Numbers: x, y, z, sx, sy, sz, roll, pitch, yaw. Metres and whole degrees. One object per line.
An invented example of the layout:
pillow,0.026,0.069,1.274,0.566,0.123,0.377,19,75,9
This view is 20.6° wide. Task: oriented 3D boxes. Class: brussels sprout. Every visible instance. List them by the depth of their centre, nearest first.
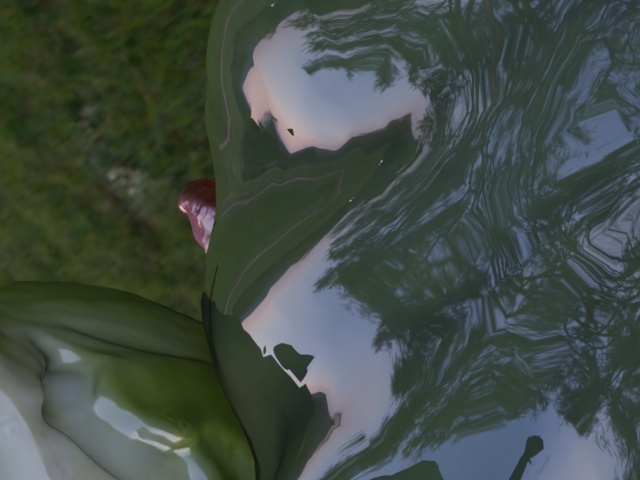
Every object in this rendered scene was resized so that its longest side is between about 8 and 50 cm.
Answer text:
brussels sprout,-0.099,0.116,0.579,0.219,0.210,0.271,0,159,2

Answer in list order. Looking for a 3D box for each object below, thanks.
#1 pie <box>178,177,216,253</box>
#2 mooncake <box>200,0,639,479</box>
pie,0.000,0.000,1.081,0.182,0.182,0.050,21,99,20
mooncake,0.122,-0.030,0.404,0.351,0.187,0.351,-12,73,42
